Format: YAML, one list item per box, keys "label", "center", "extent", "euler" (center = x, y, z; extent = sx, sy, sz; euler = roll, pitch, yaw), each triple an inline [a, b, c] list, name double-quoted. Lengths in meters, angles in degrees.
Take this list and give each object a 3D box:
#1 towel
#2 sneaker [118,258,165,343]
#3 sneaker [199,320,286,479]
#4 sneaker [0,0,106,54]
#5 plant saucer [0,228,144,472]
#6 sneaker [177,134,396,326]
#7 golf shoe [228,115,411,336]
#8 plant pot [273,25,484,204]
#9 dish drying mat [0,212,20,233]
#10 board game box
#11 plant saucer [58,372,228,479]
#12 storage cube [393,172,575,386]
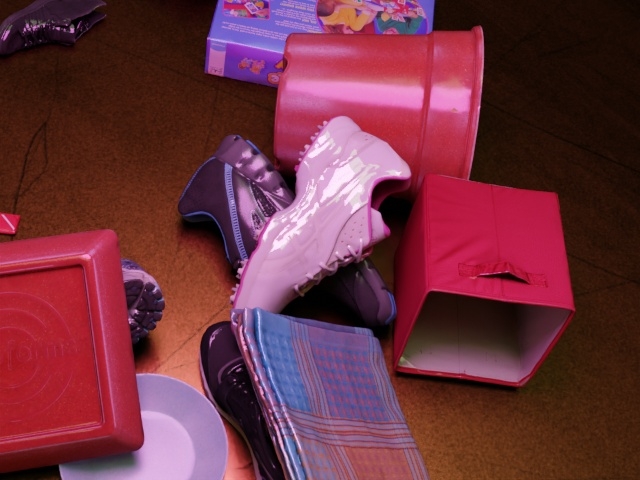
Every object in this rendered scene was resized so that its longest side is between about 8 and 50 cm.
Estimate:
- label: "towel"
  center: [0.046, 0.249, 1.049]
  extent: [0.271, 0.040, 0.370]
  euler: [18, 42, -51]
- label: "sneaker"
  center: [-0.330, 0.112, 1.136]
  extent: [0.283, 0.110, 0.122]
  euler: [-24, 29, -10]
- label: "sneaker"
  center: [-0.057, 0.198, 1.100]
  extent: [0.107, 0.124, 0.283]
  euler: [-21, 63, -20]
- label: "sneaker"
  center: [-0.414, -0.328, 1.422]
  extent: [0.089, 0.051, 0.170]
  euler: [27, 53, 13]
- label: "plant saucer"
  center: [-0.342, 0.128, 1.030]
  extent: [0.259, 0.048, 0.259]
  euler: [-8, 86, -9]
- label: "sneaker"
  center: [-0.044, 0.013, 1.252]
  extent: [0.341, 0.125, 0.139]
  euler: [42, 83, 16]
- label: "golf shoe"
  center: [0.000, 0.000, 1.130]
  extent: [0.140, 0.115, 0.306]
  euler: [28, 86, 10]
- label: "plant pot"
  center: [0.076, -0.180, 1.309]
  extent: [0.265, 0.272, 0.272]
  euler: [7, 56, 2]
- label: "dish drying mat"
  center: [-0.449, -0.026, 1.243]
  extent: [0.083, 0.008, 0.032]
  euler: [8, 57, -6]
- label: "board game box"
  center: [0.005, -0.345, 1.499]
  extent: [0.347, 0.078, 0.233]
  euler: [11, 56, -4]
- label: "plant saucer"
  center: [-0.207, 0.252, 1.090]
  extent: [0.195, 0.037, 0.195]
  euler: [5, 57, -8]
- label: "storage cube"
  center: [0.203, 0.052, 1.201]
  extent: [0.184, 0.215, 0.193]
  euler: [8, 50, -5]
